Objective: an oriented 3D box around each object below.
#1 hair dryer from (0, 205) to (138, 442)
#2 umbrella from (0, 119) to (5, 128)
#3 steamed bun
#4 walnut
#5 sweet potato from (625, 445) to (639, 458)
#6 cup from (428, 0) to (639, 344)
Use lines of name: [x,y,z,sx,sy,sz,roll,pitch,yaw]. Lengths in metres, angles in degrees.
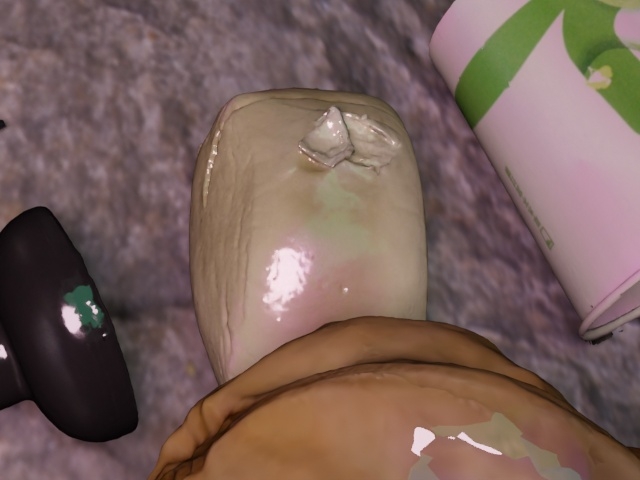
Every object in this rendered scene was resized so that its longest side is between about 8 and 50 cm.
hair dryer: [-0.239,0.178,0.781,0.320,0.155,0.284,-32,102,-16]
umbrella: [-0.325,-0.027,0.843,0.269,0.044,0.044,-26,110,-28]
steamed bun: [0.000,0.000,0.894,0.170,0.152,0.239,3,65,-19]
walnut: [0.057,0.225,0.725,0.383,0.383,0.384,8,66,-18]
sweet potato: [0.200,0.172,0.956,0.202,0.055,0.058,18,26,-11]
cup: [0.235,-0.095,0.990,0.253,0.253,0.274,-24,71,-28]
